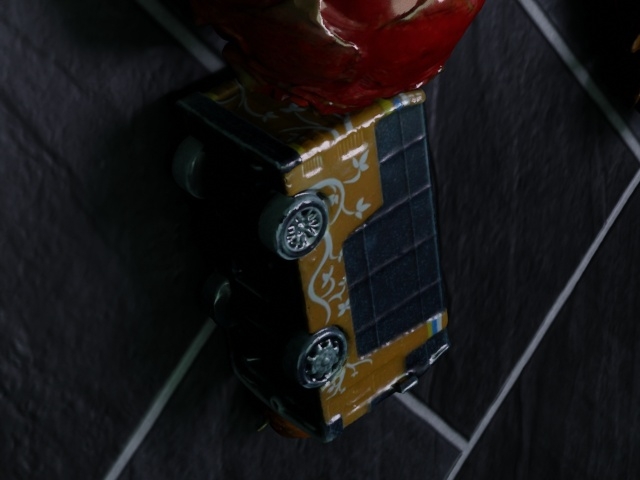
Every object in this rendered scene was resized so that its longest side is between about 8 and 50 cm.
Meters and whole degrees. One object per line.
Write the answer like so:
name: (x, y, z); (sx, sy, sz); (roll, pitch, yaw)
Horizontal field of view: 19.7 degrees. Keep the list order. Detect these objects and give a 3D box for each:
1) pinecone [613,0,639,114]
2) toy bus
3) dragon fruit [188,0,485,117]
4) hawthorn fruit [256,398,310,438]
pinecone: (0.365, -0.177, 1.669); (0.202, 0.201, 0.229); (-36, 170, 5)
toy bus: (0.000, 0.000, 1.406); (0.167, 0.138, 0.275); (-31, 133, -27)
dragon fruit: (0.011, -0.211, 1.244); (0.241, 0.241, 0.252); (32, 75, -50)
hawthorn fruit: (-0.014, 0.128, 1.523); (0.077, 0.077, 0.077); (-24, 127, -37)
